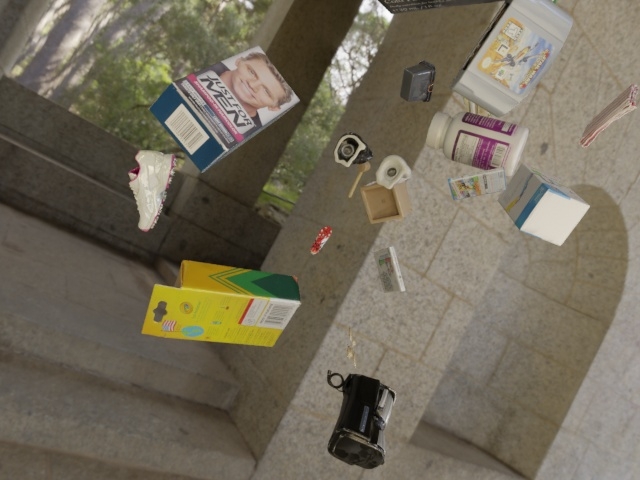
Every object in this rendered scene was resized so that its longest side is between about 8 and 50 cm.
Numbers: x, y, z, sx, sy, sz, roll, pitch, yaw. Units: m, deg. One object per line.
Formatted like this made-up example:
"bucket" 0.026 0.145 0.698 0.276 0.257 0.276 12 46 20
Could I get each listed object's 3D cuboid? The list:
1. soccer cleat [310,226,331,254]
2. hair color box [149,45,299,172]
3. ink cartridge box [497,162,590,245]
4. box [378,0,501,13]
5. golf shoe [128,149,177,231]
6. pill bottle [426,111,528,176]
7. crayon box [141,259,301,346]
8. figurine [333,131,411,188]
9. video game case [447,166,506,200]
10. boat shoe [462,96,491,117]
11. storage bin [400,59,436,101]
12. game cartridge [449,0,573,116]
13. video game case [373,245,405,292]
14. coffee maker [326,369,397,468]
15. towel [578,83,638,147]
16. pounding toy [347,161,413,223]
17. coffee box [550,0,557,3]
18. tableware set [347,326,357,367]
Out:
"soccer cleat" 0.000 0.000 1.214 0.029 0.083 0.035 32 -24 0
"hair color box" -0.203 -0.314 1.122 0.105 0.347 0.174 -29 -75 38
"ink cartridge box" 0.894 -0.151 1.982 0.198 0.197 0.270 19 28 -12
"box" 0.308 -0.820 1.205 0.479 0.298 0.471 10 2 33
"golf shoe" -0.590 -0.173 1.658 0.140 0.306 0.115 17 26 -19
"pill bottle" 0.518 -0.333 1.633 0.301 0.169 0.169 22 -4 20
"crayon box" -0.229 0.149 1.118 0.318 0.202 0.081 11 45 -23
"figurine" 0.162 -0.223 1.391 0.214 0.092 0.209 30 14 10
"video game case" 0.492 -0.176 1.528 0.166 0.015 0.119 -11 -29 19
"boat shoe" 0.736 -0.585 2.255 0.103 0.302 0.113 -12 10 27
"storage bin" 0.342 -0.552 1.726 0.098 0.091 0.135 50 -30 39
"game cartridge" 0.507 -0.486 1.284 0.198 0.297 0.062 26 26 -12
"video game case" 0.221 0.097 1.580 0.019 0.143 0.157 -13 -5 -15
"coffee maker" 0.076 0.405 1.109 0.171 0.120 0.178 4 28 16
"towel" 0.714 -0.307 1.203 0.029 0.144 0.197 45 43 6
"pounding toy" 0.187 -0.169 1.614 0.181 0.206 0.094 -10 13 38
"coffee box" 0.658 -0.731 1.401 0.040 0.184 0.113 20 -34 35
"tableware set" 0.137 0.462 2.104 0.020 0.141 0.169 -6 -35 14
